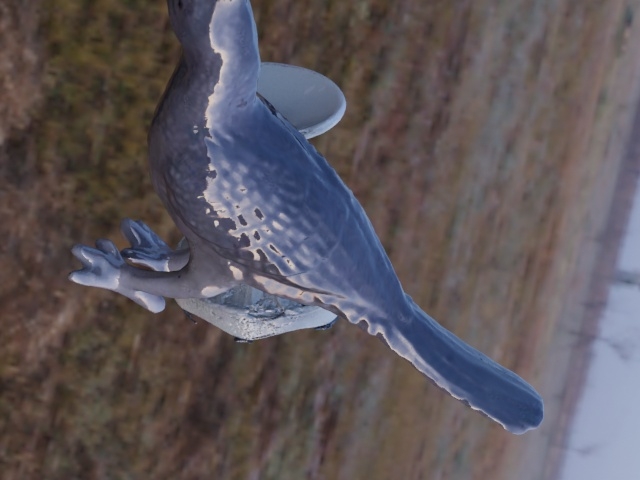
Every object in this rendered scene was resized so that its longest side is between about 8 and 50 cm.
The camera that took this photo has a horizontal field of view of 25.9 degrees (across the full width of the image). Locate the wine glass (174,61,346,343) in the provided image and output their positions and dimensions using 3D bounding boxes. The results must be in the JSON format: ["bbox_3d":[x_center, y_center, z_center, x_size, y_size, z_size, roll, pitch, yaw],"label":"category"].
[{"bbox_3d":[-0.048,-0.038,1.176,0.165,0.165,0.196,-66,161,-56],"label":"wine glass"}]

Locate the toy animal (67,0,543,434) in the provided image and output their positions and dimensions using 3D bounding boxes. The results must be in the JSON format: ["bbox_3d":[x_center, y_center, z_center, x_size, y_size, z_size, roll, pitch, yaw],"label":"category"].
[{"bbox_3d":[-0.038,-0.004,0.782,0.367,0.206,0.081,57,33,-29],"label":"toy animal"}]
